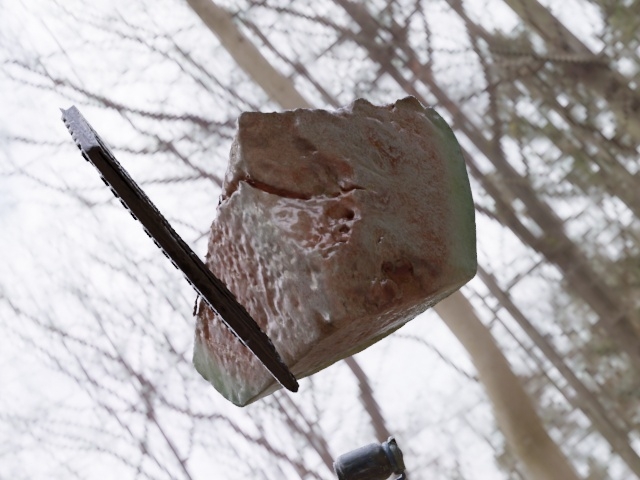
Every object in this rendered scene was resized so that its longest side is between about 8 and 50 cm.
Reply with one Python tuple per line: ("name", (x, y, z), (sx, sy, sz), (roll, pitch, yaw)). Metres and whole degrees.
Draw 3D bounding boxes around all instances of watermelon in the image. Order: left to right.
("watermelon", (0.000, 0.000, 1.280), (0.310, 0.193, 0.232), (-29, -15, -2))

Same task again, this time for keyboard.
("keyboard", (-0.092, 0.011, 0.993), (0.017, 0.087, 0.250), (-37, -54, -1))

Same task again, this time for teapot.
("teapot", (0.062, 0.277, 1.768), (0.083, 0.063, 0.049), (-21, 2, 1))
